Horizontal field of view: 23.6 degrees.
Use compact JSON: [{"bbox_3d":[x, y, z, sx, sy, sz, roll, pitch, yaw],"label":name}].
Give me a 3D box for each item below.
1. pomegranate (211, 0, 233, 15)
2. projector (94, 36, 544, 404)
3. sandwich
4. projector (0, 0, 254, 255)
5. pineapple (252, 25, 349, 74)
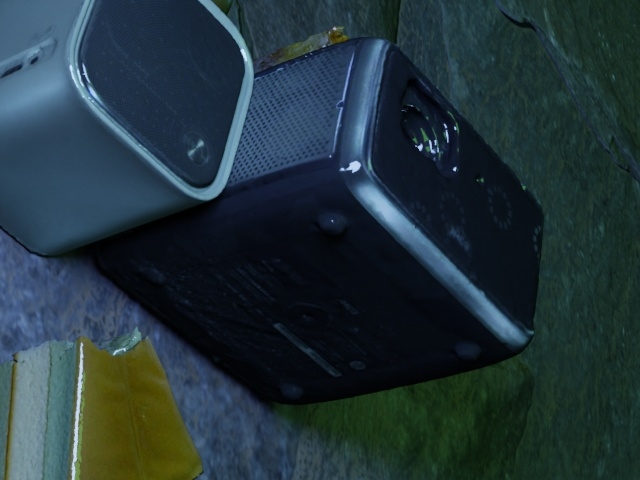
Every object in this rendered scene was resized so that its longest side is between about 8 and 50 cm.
[{"bbox_3d":[-0.169,-0.349,1.920,0.181,0.224,0.181,24,54,-38],"label":"pomegranate"},{"bbox_3d":[0.000,0.000,1.828,0.395,0.405,0.242,42,45,-38],"label":"projector"},{"bbox_3d":[-0.268,0.204,1.575,0.227,0.155,0.198,-26,94,-56],"label":"sandwich"},{"bbox_3d":[-0.253,-0.155,1.680,0.248,0.249,0.248,43,44,-35],"label":"projector"},{"bbox_3d":[-0.031,-0.194,2.113,0.114,0.236,0.186,33,10,-49],"label":"pineapple"}]
